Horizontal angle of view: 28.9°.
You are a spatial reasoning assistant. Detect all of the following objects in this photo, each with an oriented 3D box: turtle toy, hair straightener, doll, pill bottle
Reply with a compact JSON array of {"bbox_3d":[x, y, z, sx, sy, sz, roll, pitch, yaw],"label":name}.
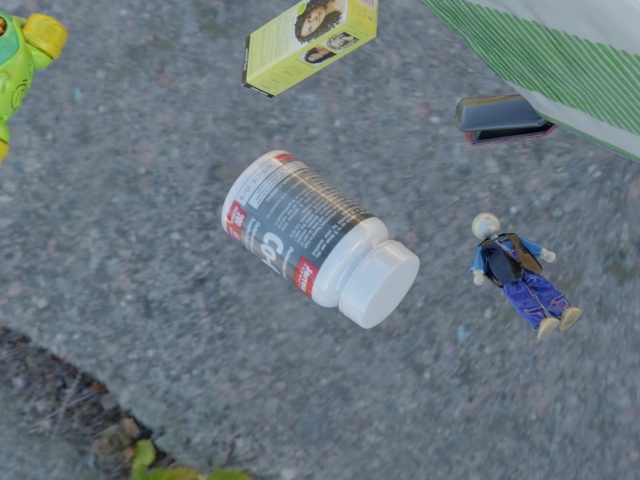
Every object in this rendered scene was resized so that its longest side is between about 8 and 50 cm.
[{"bbox_3d":[-0.204,-0.095,0.706,0.066,0.130,0.095,30,82,-32],"label":"turtle toy"},{"bbox_3d":[0.249,-0.139,1.305,0.231,0.089,0.047,0,71,26],"label":"hair straightener"},{"bbox_3d":[0.259,0.039,1.619,0.189,0.129,0.046,54,150,27],"label":"doll"},{"bbox_3d":[0.000,0.000,1.907,0.283,0.161,0.161,37,103,21],"label":"pill bottle"}]

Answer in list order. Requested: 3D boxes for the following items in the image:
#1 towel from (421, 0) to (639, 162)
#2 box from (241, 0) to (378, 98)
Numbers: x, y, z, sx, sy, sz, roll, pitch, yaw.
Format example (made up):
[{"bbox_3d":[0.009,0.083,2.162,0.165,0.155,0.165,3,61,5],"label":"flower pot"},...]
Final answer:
[{"bbox_3d":[0.056,-0.122,0.463,0.325,0.248,0.038,38,93,-27],"label":"towel"},{"bbox_3d":[-0.018,-0.282,1.726,0.232,0.058,0.087,-25,53,46],"label":"box"}]
